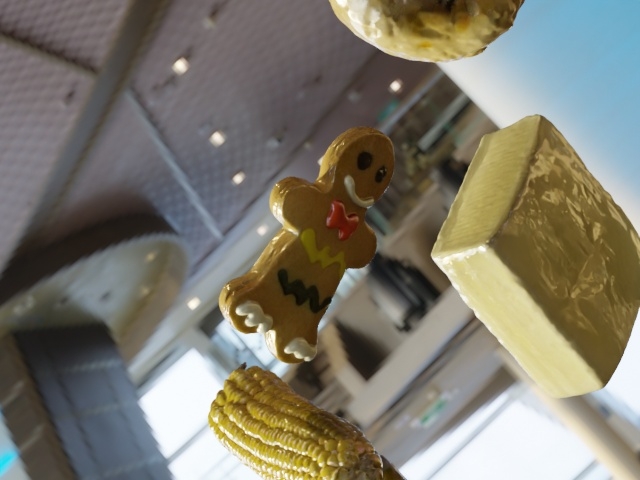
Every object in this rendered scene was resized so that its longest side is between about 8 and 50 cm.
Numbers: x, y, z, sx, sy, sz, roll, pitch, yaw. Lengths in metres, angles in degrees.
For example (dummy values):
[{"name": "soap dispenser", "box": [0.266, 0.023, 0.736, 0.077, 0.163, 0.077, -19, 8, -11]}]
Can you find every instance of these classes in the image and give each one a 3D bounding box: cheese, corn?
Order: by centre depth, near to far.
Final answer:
[{"name": "corn", "box": [-0.026, 0.197, 1.453, 0.101, 0.101, 0.291, -38, 24, -17]}, {"name": "cheese", "box": [0.279, 0.021, 1.805, 0.124, 0.265, 0.242, -16, 35, 45]}]

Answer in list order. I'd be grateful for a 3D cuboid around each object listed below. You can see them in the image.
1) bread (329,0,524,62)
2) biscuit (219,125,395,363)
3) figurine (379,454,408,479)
[{"name": "bread", "box": [0.115, -0.299, 1.618, 0.244, 0.244, 0.134, -39, -9, -14]}, {"name": "biscuit", "box": [0.001, 0.001, 1.404, 0.158, 0.035, 0.240, 31, -92, -49]}, {"name": "figurine", "box": [-0.024, 0.401, 1.421, 0.387, 0.268, 0.401, -39, -24, 1]}]
